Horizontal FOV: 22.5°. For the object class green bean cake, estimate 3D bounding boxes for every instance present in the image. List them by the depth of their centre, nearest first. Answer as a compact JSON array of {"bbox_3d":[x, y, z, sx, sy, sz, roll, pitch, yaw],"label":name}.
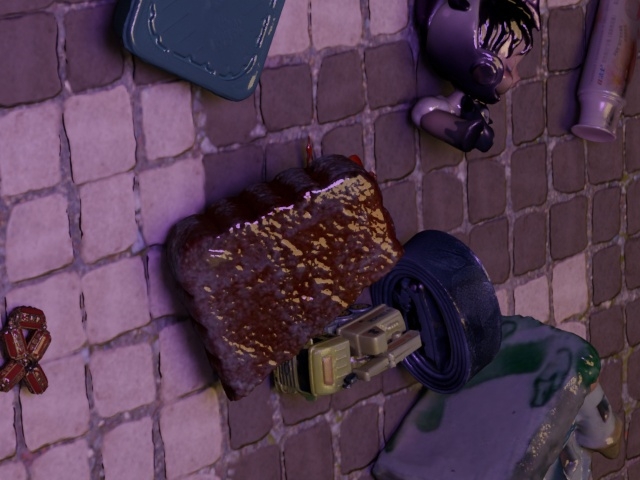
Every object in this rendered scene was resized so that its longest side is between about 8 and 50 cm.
[{"bbox_3d":[-0.031,0.032,1.646,0.233,0.097,0.198,-28,115,-7],"label":"green bean cake"}]

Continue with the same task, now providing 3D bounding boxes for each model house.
[{"bbox_3d":[0.260,0.293,1.987,0.267,0.194,0.325,-53,134,-25],"label":"model house"}]

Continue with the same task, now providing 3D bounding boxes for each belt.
[{"bbox_3d":[0.136,0.083,1.847,0.082,0.141,0.190,-35,122,-34],"label":"belt"}]

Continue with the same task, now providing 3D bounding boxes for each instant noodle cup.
[{"bbox_3d":[-0.124,-0.232,1.572,0.179,0.070,0.157,22,83,-46],"label":"instant noodle cup"}]

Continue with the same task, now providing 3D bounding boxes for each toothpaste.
[{"bbox_3d":[0.391,-0.288,2.098,0.100,0.066,0.323,26,75,-40],"label":"toothpaste"}]

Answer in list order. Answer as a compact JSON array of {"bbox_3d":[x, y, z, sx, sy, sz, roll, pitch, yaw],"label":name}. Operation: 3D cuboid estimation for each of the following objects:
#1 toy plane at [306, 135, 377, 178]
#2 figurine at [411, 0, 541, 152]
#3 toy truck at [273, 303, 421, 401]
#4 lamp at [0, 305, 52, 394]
[{"bbox_3d":[-0.004,-0.003,1.735,0.194,0.077,0.126,-59,146,-19],"label":"toy plane"},{"bbox_3d":[0.169,-0.220,1.849,0.145,0.145,0.222,9,102,-46],"label":"figurine"},{"bbox_3d":[0.034,0.122,1.778,0.169,0.100,0.077,-16,107,-44],"label":"toy truck"},{"bbox_3d":[-0.280,0.102,1.506,0.063,0.031,0.083,7,89,-48],"label":"lamp"}]
